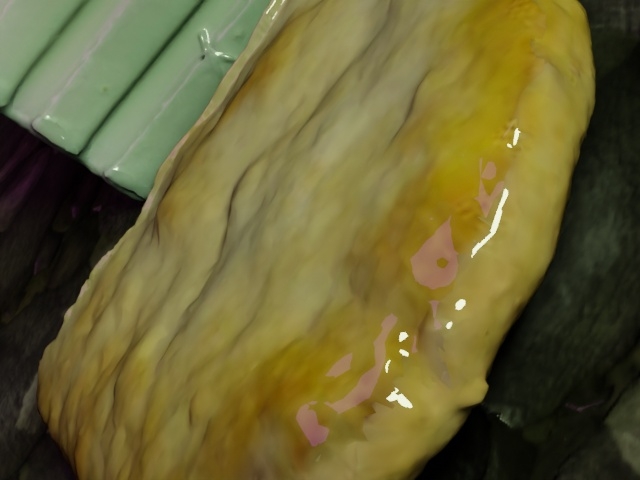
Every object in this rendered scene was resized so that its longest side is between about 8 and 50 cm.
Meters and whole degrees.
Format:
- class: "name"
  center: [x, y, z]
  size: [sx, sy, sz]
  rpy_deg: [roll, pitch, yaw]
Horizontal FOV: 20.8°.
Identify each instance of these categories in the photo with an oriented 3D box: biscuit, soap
- class: "biscuit"
  center: [0.001, 0.001, 0.996]
  size: [0.429, 0.104, 0.446]
  rpy_deg: [-57, 24, 3]
- class: "soap"
  center: [-0.106, -0.277, 1.291]
  size: [0.446, 0.261, 0.156]
  rpy_deg: [-49, 25, 17]
